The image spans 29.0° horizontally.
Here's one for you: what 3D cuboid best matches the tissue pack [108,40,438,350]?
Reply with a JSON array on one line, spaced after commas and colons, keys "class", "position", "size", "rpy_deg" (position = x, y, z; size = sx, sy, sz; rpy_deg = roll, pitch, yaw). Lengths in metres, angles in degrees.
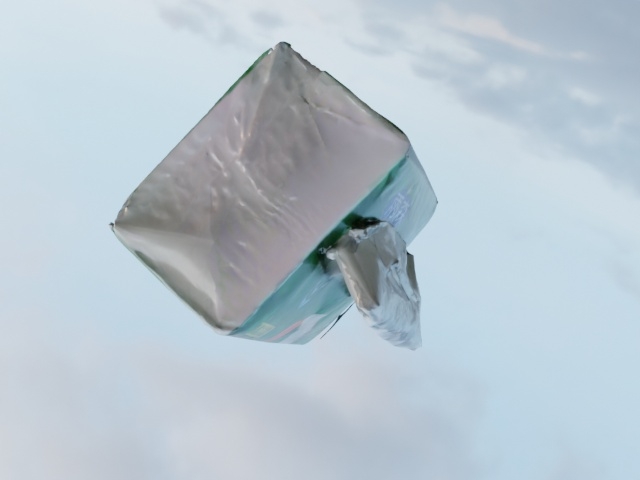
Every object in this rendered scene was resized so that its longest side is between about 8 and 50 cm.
[{"class": "tissue pack", "position": [0.002, -0.001, 0.752], "size": [0.156, 0.148, 0.209], "rpy_deg": [42, -179, 13]}]
